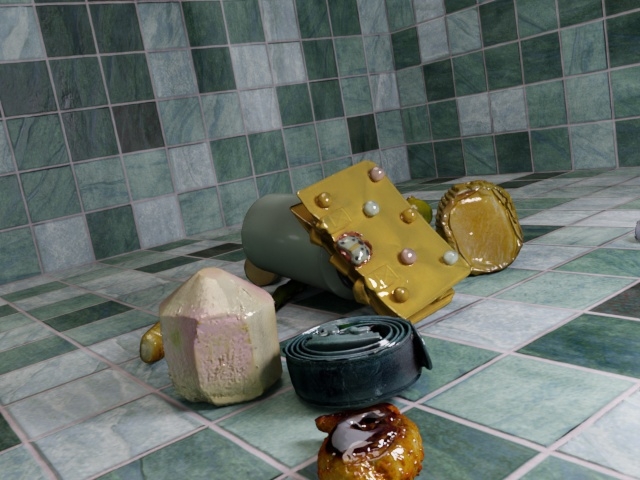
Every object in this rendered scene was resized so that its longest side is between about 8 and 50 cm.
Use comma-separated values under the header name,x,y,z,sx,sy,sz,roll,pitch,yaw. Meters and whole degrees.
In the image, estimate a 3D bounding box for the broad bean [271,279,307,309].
name,x,y,z,sx,sy,sz,roll,pitch,yaw
broad bean,-0.097,0.148,1.840,0.060,0.043,0.297,6,16,22

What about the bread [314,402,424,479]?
name,x,y,z,sx,sy,sz,roll,pitch,yaw
bread,0.064,0.278,0.852,0.139,0.095,0.269,-8,-4,-1

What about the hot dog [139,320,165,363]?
name,x,y,z,sx,sy,sz,roll,pitch,yaw
hot dog,-0.377,0.226,1.567,0.061,0.088,0.286,-4,13,3

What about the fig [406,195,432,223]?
name,x,y,z,sx,sy,sz,roll,pitch,yaw
fig,0.384,-0.104,2.583,0.136,0.121,0.153,-10,32,-30

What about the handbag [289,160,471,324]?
name,x,y,z,sx,sy,sz,roll,pitch,yaw
handbag,0.141,0.005,1.495,0.283,0.401,0.133,-26,-22,-35

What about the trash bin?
name,x,y,z,sx,sy,sz,roll,pitch,yaw
trash bin,0.000,0.000,1.792,0.280,0.280,0.432,-18,19,-40

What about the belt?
name,x,y,z,sx,sy,sz,roll,pitch,yaw
belt,0.068,0.211,1.121,0.267,0.116,0.206,-7,13,32

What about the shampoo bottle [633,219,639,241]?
name,x,y,z,sx,sy,sz,roll,pitch,yaw
shampoo bottle,0.959,-0.024,1.697,0.072,0.072,0.214,-17,12,-36

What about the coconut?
name,x,y,z,sx,sy,sz,roll,pitch,yaw
coconut,-0.196,0.173,1.210,0.233,0.245,0.233,-11,13,3

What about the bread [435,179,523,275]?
name,x,y,z,sx,sy,sz,roll,pitch,yaw
bread,0.432,-0.037,1.763,0.227,0.253,0.142,-17,8,5

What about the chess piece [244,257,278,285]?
name,x,y,z,sx,sy,sz,roll,pitch,yaw
chess piece,-0.115,0.053,2.214,0.117,0.117,0.397,-5,9,26
